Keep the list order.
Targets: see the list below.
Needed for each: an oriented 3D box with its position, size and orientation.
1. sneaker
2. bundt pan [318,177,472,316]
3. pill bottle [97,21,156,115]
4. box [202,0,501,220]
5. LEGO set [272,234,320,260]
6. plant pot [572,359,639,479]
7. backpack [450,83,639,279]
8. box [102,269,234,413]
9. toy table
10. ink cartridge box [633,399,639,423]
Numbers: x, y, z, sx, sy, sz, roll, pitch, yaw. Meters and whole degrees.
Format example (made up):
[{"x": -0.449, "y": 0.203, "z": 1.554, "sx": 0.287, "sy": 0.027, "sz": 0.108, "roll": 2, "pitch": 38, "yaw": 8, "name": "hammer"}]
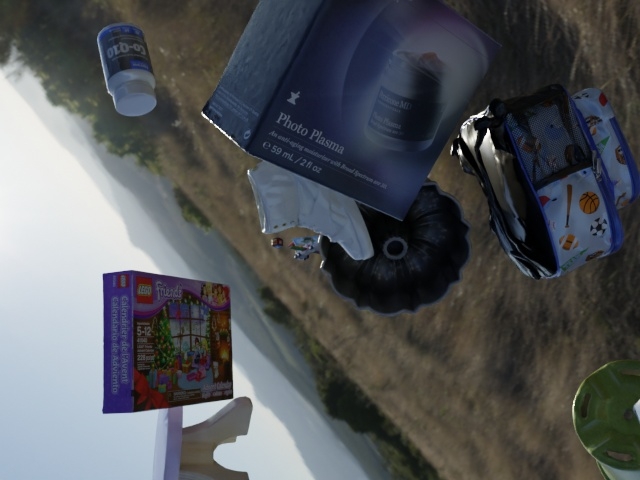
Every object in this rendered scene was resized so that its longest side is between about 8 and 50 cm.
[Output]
[{"x": -0.023, "y": -0.047, "z": 1.299, "sx": 0.293, "sy": 0.169, "sz": 0.108, "roll": 60, "pitch": 176, "yaw": -35, "name": "sneaker"}, {"x": 0.157, "y": -0.006, "z": 1.587, "sx": 0.331, "sy": 0.330, "sz": 0.124, "roll": 53, "pitch": -167, "yaw": -19, "name": "bundt pan"}, {"x": -0.311, "y": -0.276, "z": 1.179, "sx": 0.078, "sy": 0.078, "sz": 0.137, "roll": 81, "pitch": 172, "yaw": -70, "name": "pill bottle"}, {"x": 0.044, "y": -0.227, "z": 1.025, "sx": 0.296, "sy": 0.294, "sz": 0.182, "roll": 20, "pitch": -167, "yaw": -37, "name": "box"}, {"x": 0.000, "y": 0.000, "z": 1.935, "sx": 0.182, "sy": 0.244, "sz": 0.060, "roll": 66, "pitch": -161, "yaw": -67, "name": "LEGO set"}, {"x": 0.570, "y": 0.324, "z": 1.263, "sx": 0.254, "sy": 0.276, "sz": 0.276, "roll": 33, "pitch": -177, "yaw": -44, "name": "plant pot"}, {"x": 0.328, "y": -0.082, "z": 1.058, "sx": 0.276, "sy": 0.213, "sz": 0.264, "roll": -34, "pitch": -73, "yaw": -86, "name": "backpack"}, {"x": -0.231, "y": 0.160, "z": 1.151, "sx": 0.293, "sy": 0.057, "sz": 0.201, "roll": 19, "pitch": -114, "yaw": -67, "name": "box"}, {"x": -0.225, "y": 0.405, "z": 1.373, "sx": 0.252, "sy": 0.160, "sz": 0.274, "roll": -112, "pitch": 32, "yaw": -54, "name": "toy table"}, {"x": 0.339, "y": 0.075, "z": 0.365, "sx": 0.207, "sy": 0.282, "sz": 0.117, "roll": 86, "pitch": 173, "yaw": -56, "name": "ink cartridge box"}]
